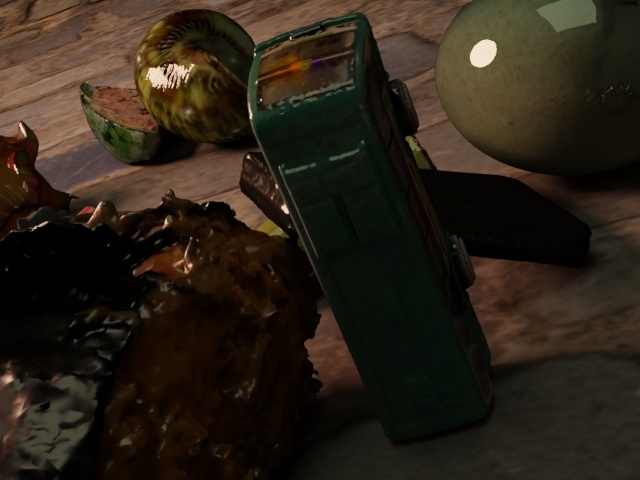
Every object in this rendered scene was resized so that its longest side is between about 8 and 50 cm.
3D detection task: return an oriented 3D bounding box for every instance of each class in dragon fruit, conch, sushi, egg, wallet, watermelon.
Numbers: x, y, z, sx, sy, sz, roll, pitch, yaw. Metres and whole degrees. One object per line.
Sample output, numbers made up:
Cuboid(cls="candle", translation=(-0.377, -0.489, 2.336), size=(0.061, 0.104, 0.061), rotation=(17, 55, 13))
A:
Cuboid(cls="dragon fruit", translation=(-0.343, -0.049, 1.464), size=(0.235, 0.135, 0.137), rotation=(18, 42, 26))
Cuboid(cls="conch", translation=(-0.122, -0.175, 1.526), size=(0.124, 0.187, 0.181), rotation=(-55, -6, 25))
Cuboid(cls="sushi", translation=(-0.132, 0.089, 0.832), size=(0.207, 0.234, 0.348), rotation=(-12, 29, 21))
Cuboid(cls="egg", translation=(0.198, -0.136, 1.090), size=(0.236, 0.169, 0.169), rotation=(2, 33, 49))
Cuboid(cls="wallet", translation=(0.074, -0.024, 0.985), size=(0.250, 0.044, 0.149), rotation=(6, 16, -20))
Cuboid(cls="watermelon", translation=(-0.206, -0.136, 1.602), size=(0.139, 0.071, 0.187), rotation=(-13, 30, -26))

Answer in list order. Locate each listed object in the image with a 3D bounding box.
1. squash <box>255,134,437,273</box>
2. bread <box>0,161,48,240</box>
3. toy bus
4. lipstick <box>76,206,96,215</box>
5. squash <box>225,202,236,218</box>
Cuboid(cls="squash", translation=(0.000, 0.000, 1.100), size=(0.224, 0.094, 0.094), rotation=(-33, 24, -7))
Cuboid(cls="bread", translation=(-0.353, 0.006, 1.262), size=(0.199, 0.104, 0.199), rotation=(-48, -1, -1))
Cuboid(cls="toy bus", translation=(0.035, -0.003, 0.832), size=(0.091, 0.262, 0.109), rotation=(-18, 28, 14))
Cuboid(cls="lipstick", translation=(-0.272, 0.030, 1.321), size=(0.053, 0.053, 0.234), rotation=(-10, 21, 26))
Cuboid(cls="squash", translation=(-0.158, 0.017, 1.230), size=(0.183, 0.052, 0.052), rotation=(-29, 24, -12))
